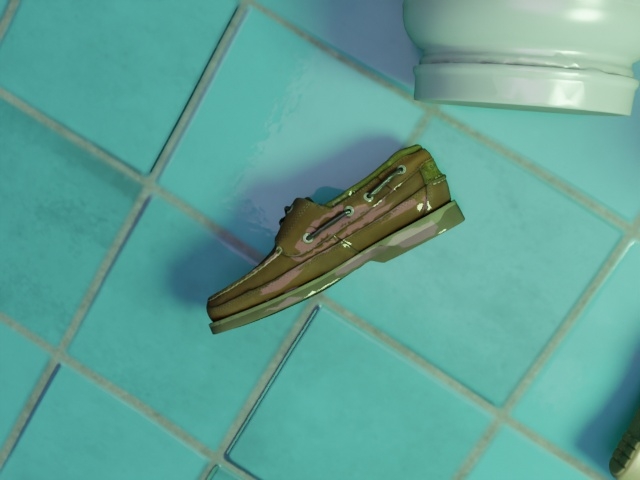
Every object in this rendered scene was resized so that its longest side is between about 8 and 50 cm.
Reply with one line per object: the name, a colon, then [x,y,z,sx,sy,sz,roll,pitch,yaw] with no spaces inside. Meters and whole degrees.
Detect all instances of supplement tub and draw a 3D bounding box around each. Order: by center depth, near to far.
supplement tub: [0.199,-0.283,0.666,0.235,0.235,0.325,6,100,9]

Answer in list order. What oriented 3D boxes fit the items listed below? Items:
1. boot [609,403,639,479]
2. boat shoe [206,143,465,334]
boot: [0.450,0.201,0.787,0.206,0.090,0.249,27,101,-7]
boat shoe: [0.000,0.000,0.819,0.307,0.111,0.105,-27,89,3]
